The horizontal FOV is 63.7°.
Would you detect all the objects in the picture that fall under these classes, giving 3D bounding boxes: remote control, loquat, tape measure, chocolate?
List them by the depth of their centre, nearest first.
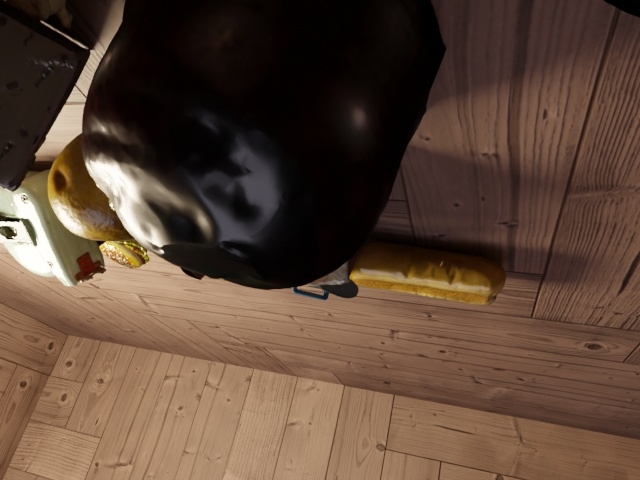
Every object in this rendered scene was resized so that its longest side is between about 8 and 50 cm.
[{"bbox_3d":[-0.062,-0.112,0.557,0.384,0.331,0.383,10,155,5],"label":"chocolate"},{"bbox_3d":[-0.363,-0.086,0.902,0.213,0.213,0.213,12,155,6],"label":"loquat"},{"bbox_3d":[-0.074,0.048,1.060,0.107,0.044,0.377,31,171,-35],"label":"remote control"},{"bbox_3d":[-0.620,-0.028,1.142,0.246,0.125,0.243,3,117,28],"label":"tape measure"}]

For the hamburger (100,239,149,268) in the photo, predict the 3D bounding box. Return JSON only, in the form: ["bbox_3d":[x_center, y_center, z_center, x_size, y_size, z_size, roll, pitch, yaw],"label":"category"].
[{"bbox_3d":[-0.512,0.023,1.352,0.141,0.081,0.126,16,155,-1],"label":"hamburger"}]

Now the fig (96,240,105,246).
[{"bbox_3d":[-0.591,-0.022,1.278,0.155,0.103,0.109,-24,110,42],"label":"fig"}]

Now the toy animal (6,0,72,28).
[{"bbox_3d":[-0.375,-0.319,0.564,0.185,0.104,0.184,16,164,-14],"label":"toy animal"}]

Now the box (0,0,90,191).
[{"bbox_3d":[-0.455,-0.223,0.597,0.297,0.190,0.225,27,-171,-28],"label":"box"}]

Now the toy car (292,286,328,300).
[{"bbox_3d":[-0.012,0.077,1.178,0.097,0.100,0.191,15,159,-10],"label":"toy car"}]

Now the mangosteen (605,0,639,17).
[{"bbox_3d":[0.260,-0.202,0.236,0.302,0.275,0.275,58,149,3],"label":"mangosteen"}]

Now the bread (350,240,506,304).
[{"bbox_3d":[0.210,0.062,1.039,0.305,0.091,0.142,9,156,12],"label":"bread"}]

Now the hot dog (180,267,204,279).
[{"bbox_3d":[-0.185,-0.042,0.891,0.107,0.194,0.326,37,162,29],"label":"hot dog"}]

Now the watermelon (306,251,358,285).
[{"bbox_3d":[-0.045,-0.033,0.854,0.213,0.201,0.261,4,145,11],"label":"watermelon"}]

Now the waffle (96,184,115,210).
[{"bbox_3d":[-0.192,-0.088,0.748,0.204,0.223,0.054,42,165,-1],"label":"waffle"}]
